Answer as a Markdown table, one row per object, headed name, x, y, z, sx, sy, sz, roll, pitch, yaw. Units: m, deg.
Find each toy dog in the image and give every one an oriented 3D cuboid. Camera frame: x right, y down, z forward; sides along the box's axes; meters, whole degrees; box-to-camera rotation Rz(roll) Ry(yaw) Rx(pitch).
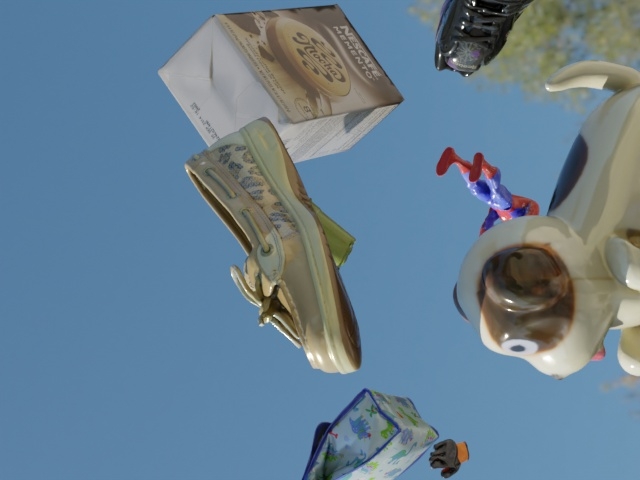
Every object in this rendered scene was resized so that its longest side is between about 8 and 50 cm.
| name | x | y | z | sx | sy | sz | roll | pitch | yaw |
| --- | --- | --- | --- | --- | --- | --- | --- | --- | --- |
| toy dog | 0.362 | -0.001 | 1.898 | 0.408 | 0.284 | 0.395 | -39 | -82 | -14 |

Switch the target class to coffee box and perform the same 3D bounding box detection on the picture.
| name | x | y | z | sx | sy | sz | roll | pitch | yaw |
| --- | --- | --- | --- | --- | --- | --- | --- | --- | --- |
| coffee box | -0.042 | -0.194 | 1.872 | 0.168 | 0.119 | 0.297 | 55 | -150 | 9 |

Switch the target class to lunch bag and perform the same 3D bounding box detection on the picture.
| name | x | y | z | sx | sy | sz | roll | pitch | yaw |
| --- | --- | --- | --- | --- | --- | --- | --- | --- | --- |
| lunch bag | 0.057 | 0.270 | 1.922 | 0.096 | 0.151 | 0.129 | 48 | -165 | 29 |

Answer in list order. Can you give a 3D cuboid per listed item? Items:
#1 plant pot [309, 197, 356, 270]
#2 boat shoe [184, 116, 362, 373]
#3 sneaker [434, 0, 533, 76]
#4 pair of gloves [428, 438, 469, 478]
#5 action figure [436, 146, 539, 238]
| name | x | y | z | sx | sy | sz | roll | pitch | yaw |
| --- | --- | --- | --- | --- | --- | --- | --- | --- | --- |
| plant pot | 0.000 | 0.000 | 1.896 | 0.079 | 0.083 | 0.083 | 30 | -140 | 8 |
| boat shoe | -0.039 | 0.012 | 1.242 | 0.285 | 0.089 | 0.105 | -114 | 4 | -48 |
| sneaker | 0.188 | -0.250 | 1.653 | 0.283 | 0.107 | 0.124 | 117 | 170 | -83 |
| pair of gloves | 0.125 | 0.231 | 1.419 | 0.074 | 0.010 | 0.083 | 0 | -98 | -56 |
| action figure | 0.265 | -0.037 | 2.354 | 0.280 | 0.091 | 0.139 | 28 | -100 | -55 |
